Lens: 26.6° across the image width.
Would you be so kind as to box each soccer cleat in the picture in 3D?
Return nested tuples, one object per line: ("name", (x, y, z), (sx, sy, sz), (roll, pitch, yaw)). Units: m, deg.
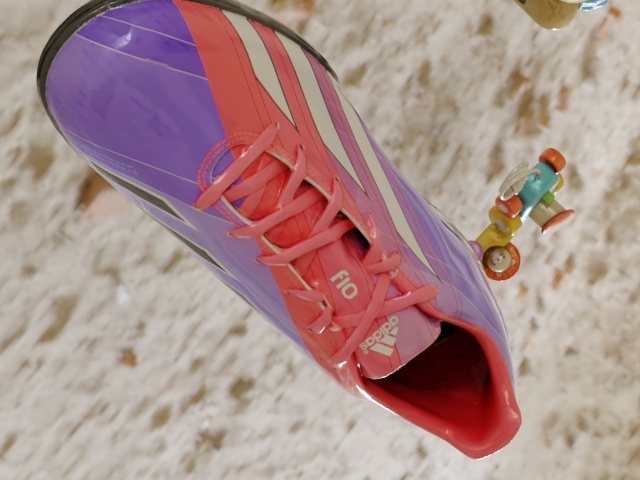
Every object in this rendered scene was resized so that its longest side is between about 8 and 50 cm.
("soccer cleat", (0.000, 0.000, 0.632), (0.108, 0.116, 0.318), (-38, 135, 12))

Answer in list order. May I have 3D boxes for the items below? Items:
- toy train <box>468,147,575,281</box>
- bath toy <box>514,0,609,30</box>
("toy train", (0.120, 0.010, 0.955), (0.166, 0.046, 0.125), (-52, 168, 32))
("bath toy", (0.207, -0.272, 0.920), (0.348, 0.129, 0.151), (113, -3, -69))
